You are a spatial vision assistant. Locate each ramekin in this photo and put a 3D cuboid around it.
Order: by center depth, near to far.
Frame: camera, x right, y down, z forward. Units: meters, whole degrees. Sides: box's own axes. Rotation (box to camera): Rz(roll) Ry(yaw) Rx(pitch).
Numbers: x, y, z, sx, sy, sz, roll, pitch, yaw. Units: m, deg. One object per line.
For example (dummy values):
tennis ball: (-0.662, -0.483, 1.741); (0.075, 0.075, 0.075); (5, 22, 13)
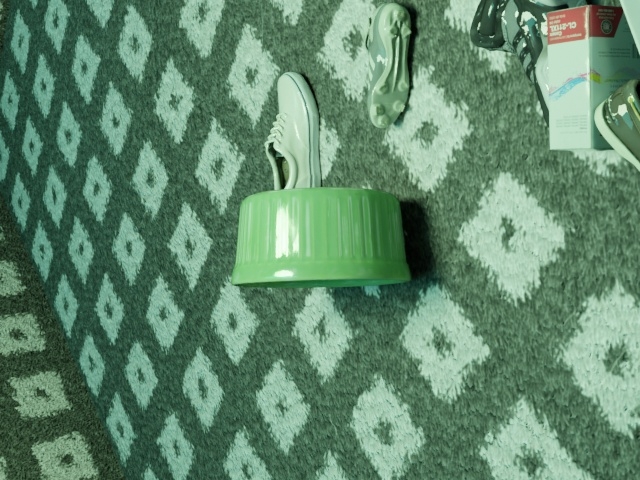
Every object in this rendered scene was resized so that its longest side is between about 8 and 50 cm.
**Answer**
ramekin: (0.000, 0.000, 1.551); (0.303, 0.303, 0.148); (-9, 81, 54)

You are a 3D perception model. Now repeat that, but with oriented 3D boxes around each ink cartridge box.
ink cartridge box: (0.354, -0.202, 1.160); (0.072, 0.127, 0.175); (6, 101, 55)

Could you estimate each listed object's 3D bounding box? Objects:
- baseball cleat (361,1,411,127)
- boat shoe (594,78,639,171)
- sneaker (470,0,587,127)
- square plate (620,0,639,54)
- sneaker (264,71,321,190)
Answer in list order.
baseball cleat: (0.108, -0.298, 1.553); (0.109, 0.072, 0.206); (-141, 58, -61)
boat shoe: (0.422, -0.092, 1.067); (0.228, 0.081, 0.069); (44, 149, 3)
sneaker: (0.294, -0.259, 1.264); (0.153, 0.101, 0.269); (-10, 88, 59)
square plate: (0.442, -0.346, 0.943); (0.347, 0.049, 0.344); (-15, 99, 58)
sneaker: (-0.058, -0.197, 1.764); (0.094, 0.091, 0.258); (-11, 87, 54)
